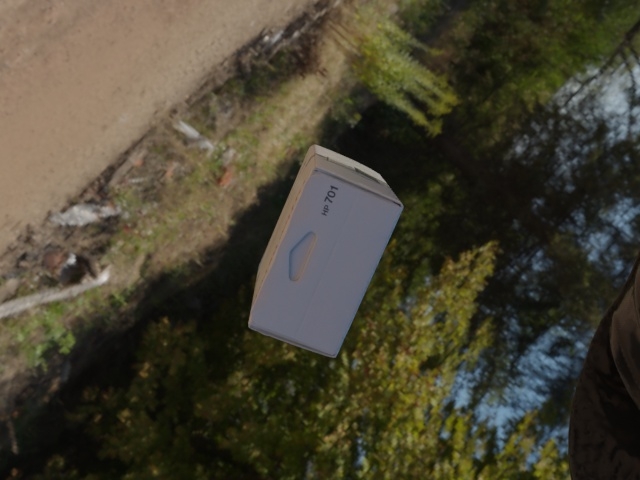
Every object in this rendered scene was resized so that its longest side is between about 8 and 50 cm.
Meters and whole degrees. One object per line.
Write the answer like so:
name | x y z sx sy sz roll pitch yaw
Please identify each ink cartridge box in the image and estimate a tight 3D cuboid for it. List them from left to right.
ink cartridge box | 0.000 0.000 0.683 0.191 0.082 0.140 -102 -145 -77

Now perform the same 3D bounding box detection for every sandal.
sandal | 0.298 0.053 0.598 0.107 0.167 0.446 55 50 -52
